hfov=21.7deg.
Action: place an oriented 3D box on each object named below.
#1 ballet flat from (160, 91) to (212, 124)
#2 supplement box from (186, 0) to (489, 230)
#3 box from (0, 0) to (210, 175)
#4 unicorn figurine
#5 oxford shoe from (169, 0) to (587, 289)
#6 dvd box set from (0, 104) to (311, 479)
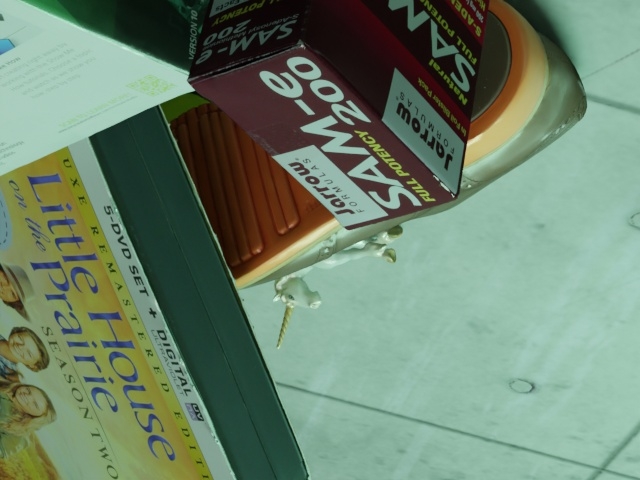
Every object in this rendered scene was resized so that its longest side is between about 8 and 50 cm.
[{"bbox_3d":[-0.123,-0.022,1.220,0.077,0.077,0.231,22,146,-12],"label":"ballet flat"},{"bbox_3d":[0.023,-0.141,0.837,0.073,0.239,0.130,-15,139,35],"label":"supplement box"},{"bbox_3d":[-0.245,-0.115,0.810,0.232,0.058,0.322,-19,153,39],"label":"box"},{"bbox_3d":[0.000,0.000,1.242,0.111,0.060,0.162,-4,128,25],"label":"unicorn figurine"},{"bbox_3d":[0.005,-0.034,1.091,0.364,0.130,0.133,-21,157,29],"label":"oxford shoe"},{"bbox_3d":[-0.215,0.040,1.141,0.420,0.062,0.307,-2,115,46],"label":"dvd box set"}]
